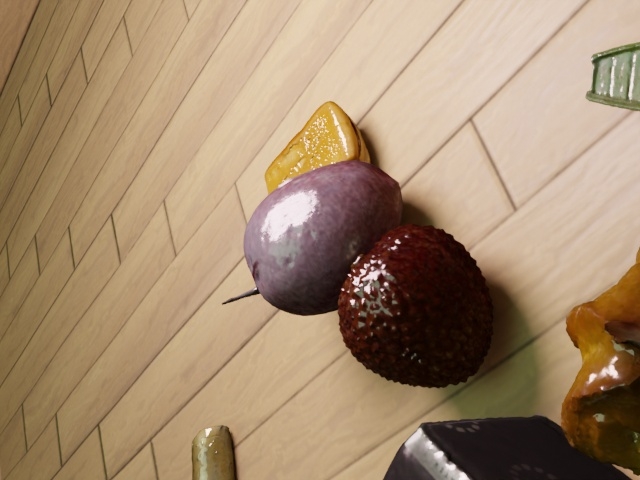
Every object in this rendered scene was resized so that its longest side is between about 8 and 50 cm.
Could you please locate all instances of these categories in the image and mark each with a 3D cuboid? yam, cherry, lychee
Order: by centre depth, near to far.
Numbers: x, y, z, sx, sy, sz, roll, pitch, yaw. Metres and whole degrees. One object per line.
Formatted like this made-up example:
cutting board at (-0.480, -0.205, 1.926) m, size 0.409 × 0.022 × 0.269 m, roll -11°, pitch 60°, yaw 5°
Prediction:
lychee at (0.109, 0.077, 0.934) m, size 0.194 × 0.194 × 0.194 m, roll -12°, pitch 75°, yaw 52°
cherry at (0.000, 0.000, 1.069) m, size 0.266 × 0.183 × 0.213 m, roll -37°, pitch 10°, yaw 17°
yam at (-0.172, 0.499, 1.332) m, size 0.083 × 0.083 × 0.371 m, roll -26°, pitch 65°, yaw 49°

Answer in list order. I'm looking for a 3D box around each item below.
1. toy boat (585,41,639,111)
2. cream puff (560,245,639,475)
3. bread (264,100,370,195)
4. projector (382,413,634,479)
toy boat at (0.377, -0.149, 0.711) m, size 0.293 × 0.055 × 0.093 m, roll 10°, pitch 94°, yaw 53°
cream puff at (0.315, 0.097, 0.623) m, size 0.269 × 0.155 × 0.241 m, roll -26°, pitch 61°, yaw 2°
bread at (-0.003, -0.105, 1.196) m, size 0.200 × 0.077 × 0.116 m, roll -45°, pitch 49°, yaw 38°
projector at (0.197, 0.424, 0.710) m, size 0.395 × 0.242 × 0.405 m, roll 36°, pitch 114°, yaw 48°
